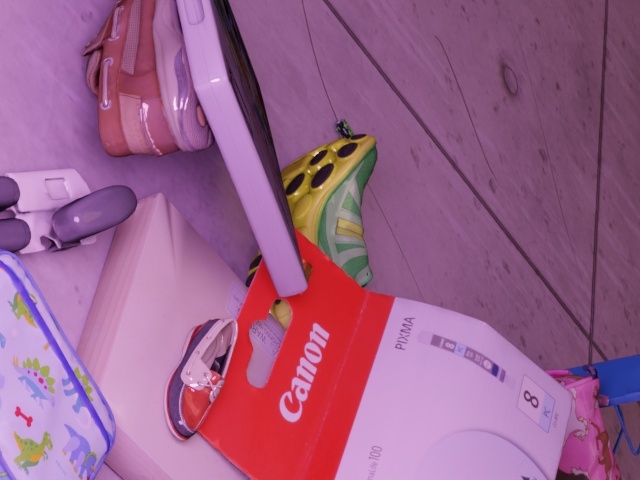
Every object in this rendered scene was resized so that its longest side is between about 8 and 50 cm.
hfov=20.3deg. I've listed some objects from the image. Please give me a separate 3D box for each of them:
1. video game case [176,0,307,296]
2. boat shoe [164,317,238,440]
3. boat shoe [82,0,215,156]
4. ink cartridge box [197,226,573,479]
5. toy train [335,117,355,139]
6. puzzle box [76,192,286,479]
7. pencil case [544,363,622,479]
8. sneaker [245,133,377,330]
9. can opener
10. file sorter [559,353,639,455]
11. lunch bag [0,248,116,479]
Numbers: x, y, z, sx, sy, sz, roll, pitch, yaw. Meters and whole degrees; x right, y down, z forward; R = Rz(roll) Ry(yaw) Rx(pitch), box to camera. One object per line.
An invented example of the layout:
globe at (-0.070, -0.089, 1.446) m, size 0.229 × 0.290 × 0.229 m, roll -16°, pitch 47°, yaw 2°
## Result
video game case at (-0.090, -0.152, 1.778) m, size 0.329 × 0.036 × 0.300 m, roll 69°, pitch 5°, yaw -51°
boat shoe at (-0.111, 0.129, 1.692) m, size 0.049 × 0.043 × 0.137 m, roll 51°, pitch 36°, yaw -32°
boat shoe at (-0.181, -0.187, 1.772) m, size 0.324 × 0.116 × 0.123 m, roll -102°, pitch 174°, yaw -58°
ink cartridge box at (0.080, 0.176, 1.831) m, size 0.385 × 0.091 × 0.308 m, roll 40°, pitch 44°, yaw -19°
toy train at (0.043, -0.119, 2.231) m, size 0.083 × 0.017 × 0.023 m, roll 56°, pitch 23°, yaw -26°
puzzle box at (-0.091, 0.183, 1.794) m, size 0.409 × 0.052 × 0.272 m, roll 51°, pitch 35°, yaw -34°
pencil case at (0.347, 0.360, 2.348) m, size 0.160 × 0.167 × 0.386 m, roll 169°, pitch -97°, yaw -82°
sneaker at (0.000, 0.000, 2.011) m, size 0.123 × 0.109 × 0.295 m, roll 53°, pitch 44°, yaw -34°
can opener at (-0.268, -0.028, 1.561) m, size 0.283 × 0.095 × 0.076 m, roll -9°, pitch 82°, yaw -61°
file sorter at (0.395, 0.240, 2.483) m, size 0.104 × 0.170 × 0.118 m, roll 67°, pitch 29°, yaw -17°
lunch bag at (-0.267, 0.127, 1.487) m, size 0.219 × 0.090 × 0.176 m, roll 63°, pitch 27°, yaw -17°
